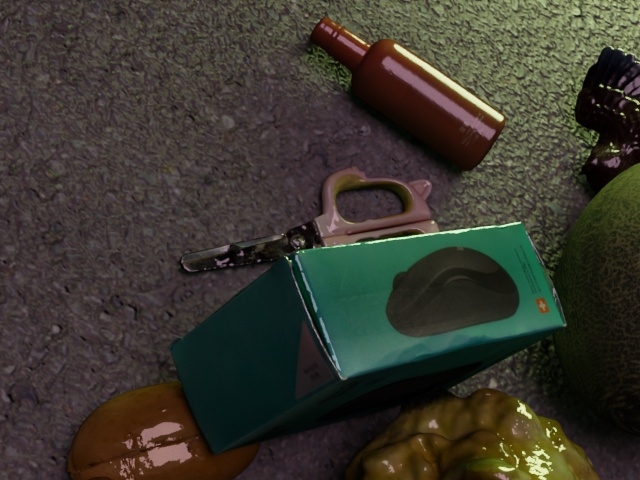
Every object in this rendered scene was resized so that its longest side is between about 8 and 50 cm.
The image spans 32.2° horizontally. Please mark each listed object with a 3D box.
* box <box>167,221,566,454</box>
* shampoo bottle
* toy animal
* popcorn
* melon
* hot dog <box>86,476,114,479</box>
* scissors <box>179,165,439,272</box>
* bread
[{"bbox_3d":[0.049,0.087,1.021,0.311,0.205,0.118,-6,66,-42],"label":"box"},{"bbox_3d":[0.095,-0.178,1.277,0.244,0.085,0.085,35,58,-2],"label":"shampoo bottle"},{"bbox_3d":[0.397,-0.133,1.360,0.218,0.116,0.179,50,57,-2],"label":"toy animal"},{"bbox_3d":[0.134,0.266,1.012,0.286,0.252,0.215,-29,121,-27],"label":"popcorn"},{"bbox_3d":[0.375,0.058,1.189,0.249,0.248,0.329,25,53,-10],"label":"melon"},{"bbox_3d":[-0.168,0.334,0.897,0.196,0.122,0.272,-29,80,-6],"label":"hot dog"},{"bbox_3d":[0.000,0.000,1.185,0.318,0.024,0.160,-11,71,-26],"label":"scissors"},{"bbox_3d":[-0.137,0.185,1.015,0.189,0.077,0.114,-13,68,-25],"label":"bread"}]
